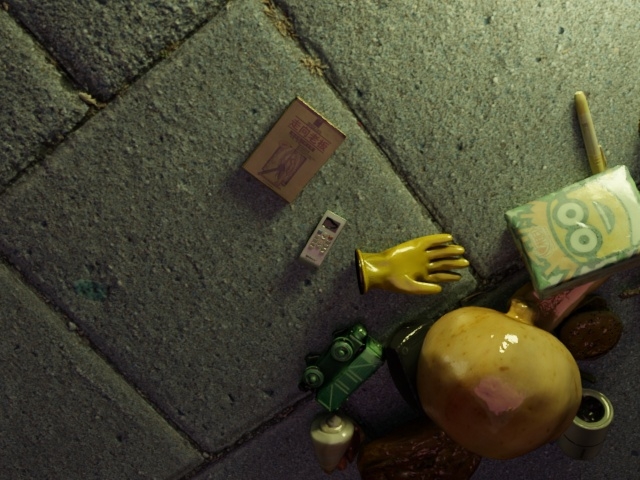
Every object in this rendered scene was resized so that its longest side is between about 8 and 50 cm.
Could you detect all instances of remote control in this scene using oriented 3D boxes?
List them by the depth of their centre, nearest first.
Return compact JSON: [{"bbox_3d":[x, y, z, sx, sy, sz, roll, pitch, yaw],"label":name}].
[{"bbox_3d":[0.000,0.000,1.759,0.065,0.029,0.166,28,105,-8],"label":"remote control"}]

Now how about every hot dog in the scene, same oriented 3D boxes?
[{"bbox_3d":[0.290,0.610,1.904,0.388,0.174,0.267,-28,120,6],"label":"hot dog"}]

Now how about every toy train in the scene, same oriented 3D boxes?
[{"bbox_3d":[0.054,0.350,1.853,0.154,0.115,0.269,41,107,-8],"label":"toy train"}]

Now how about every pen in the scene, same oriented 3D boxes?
[{"bbox_3d":[0.663,-0.256,1.636,0.040,0.032,0.233,-20,110,4],"label":"pen"}]

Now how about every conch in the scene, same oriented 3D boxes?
[{"bbox_3d":[0.035,0.585,1.963,0.158,0.127,0.255,-14,139,-27],"label":"conch"}]

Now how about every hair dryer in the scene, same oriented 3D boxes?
[{"bbox_3d":[0.619,0.504,1.892,0.362,0.128,0.203,5,139,15],"label":"hair dryer"}]

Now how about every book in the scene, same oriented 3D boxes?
[{"bbox_3d":[-0.066,-0.222,1.671,0.161,0.026,0.231,37,108,-12],"label":"book"}]

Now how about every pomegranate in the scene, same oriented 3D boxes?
[{"bbox_3d":[0.434,0.326,1.655,0.412,0.411,0.411,0,112,1],"label":"pomegranate"}]

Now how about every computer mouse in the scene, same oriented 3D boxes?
[{"bbox_3d":[0.270,0.346,1.836,0.170,0.100,0.269,-32,110,-30],"label":"computer mouse"}]

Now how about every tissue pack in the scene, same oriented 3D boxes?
[{"bbox_3d":[0.637,-0.018,1.630,0.311,0.128,0.228,-22,65,11],"label":"tissue pack"}]

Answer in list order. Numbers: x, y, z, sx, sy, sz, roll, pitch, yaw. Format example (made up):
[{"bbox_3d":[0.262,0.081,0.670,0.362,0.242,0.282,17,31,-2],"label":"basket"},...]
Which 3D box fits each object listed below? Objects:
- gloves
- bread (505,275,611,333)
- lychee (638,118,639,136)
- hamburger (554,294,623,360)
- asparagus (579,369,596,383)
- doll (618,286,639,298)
[{"bbox_3d":[0.242,0.064,1.747,0.294,0.116,0.133,-7,119,-3],"label":"gloves"},{"bbox_3d":[0.631,0.119,1.755,0.142,0.091,0.305,42,107,-4],"label":"bread"},{"bbox_3d":[0.817,-0.268,1.585,0.114,0.114,0.146,-28,128,12],"label":"lychee"},{"bbox_3d":[0.727,0.241,1.793,0.186,0.113,0.177,9,111,-1],"label":"hamburger"},{"bbox_3d":[0.671,0.345,1.884,0.249,0.024,0.025,27,104,-8],"label":"asparagus"},{"bbox_3d":[0.884,0.060,1.740,0.203,0.091,0.285,-12,101,-6],"label":"doll"}]
